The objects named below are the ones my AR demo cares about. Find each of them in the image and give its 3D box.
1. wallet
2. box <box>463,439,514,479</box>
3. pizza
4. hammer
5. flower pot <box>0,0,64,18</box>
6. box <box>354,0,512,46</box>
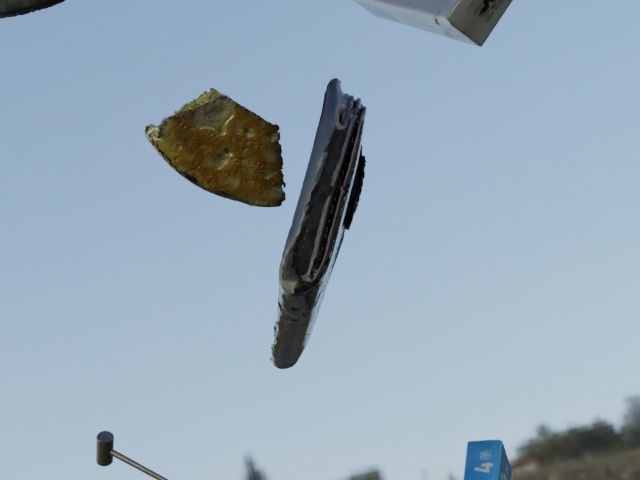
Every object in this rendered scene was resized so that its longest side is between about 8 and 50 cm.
[{"bbox_3d":[0.000,0.000,0.970,0.031,0.122,0.232,17,-15,3],"label":"wallet"},{"bbox_3d":[0.194,0.403,1.801,0.048,0.273,0.265,-5,-44,18],"label":"box"},{"bbox_3d":[-0.095,-0.094,1.658,0.160,0.036,0.099,27,-77,-21],"label":"pizza"},{"bbox_3d":[-0.194,0.242,1.768,0.019,0.110,0.035,-40,-34,-48],"label":"hammer"},{"bbox_3d":[-0.261,-0.361,1.107,0.293,0.294,0.330,-19,-36,17],"label":"flower pot"},{"bbox_3d":[0.143,-0.308,1.670,0.051,0.204,0.365,34,2,-18],"label":"box"}]
